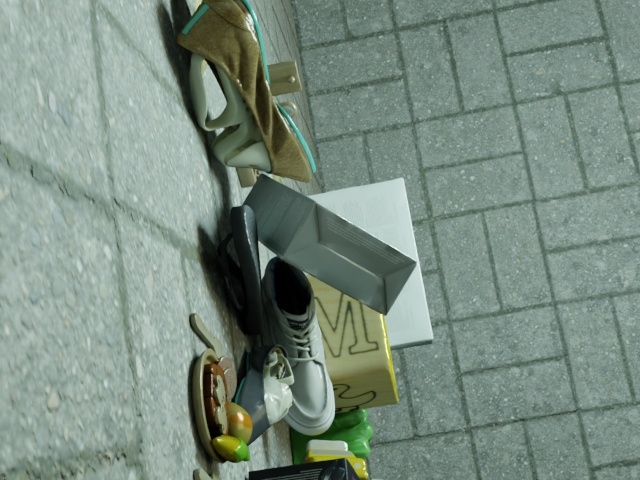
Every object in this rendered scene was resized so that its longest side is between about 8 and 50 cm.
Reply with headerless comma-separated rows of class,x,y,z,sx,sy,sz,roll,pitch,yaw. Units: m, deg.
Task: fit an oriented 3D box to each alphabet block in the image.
alphabet block,0.016,0.173,1.328,0.192,0.197,0.193,70,11,-62

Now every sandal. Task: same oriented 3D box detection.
sandal,-0.107,0.054,1.059,0.254,0.055,0.097,91,-6,-52

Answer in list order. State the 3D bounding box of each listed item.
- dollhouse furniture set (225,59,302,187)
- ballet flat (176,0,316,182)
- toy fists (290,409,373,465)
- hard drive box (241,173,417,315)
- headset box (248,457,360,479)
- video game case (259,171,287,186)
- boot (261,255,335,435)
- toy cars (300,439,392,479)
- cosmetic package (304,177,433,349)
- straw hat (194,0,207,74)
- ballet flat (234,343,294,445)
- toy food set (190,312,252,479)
dollhouse furniture set,-0.087,-0.197,1.339,0.151,0.123,0.144,-94,172,-53
ballet flat,-0.109,-0.178,1.094,0.116,0.124,0.342,40,-17,36
toy fists,0.018,0.296,1.428,0.096,0.142,0.279,73,9,-55
hard drive box,0.000,0.000,1.129,0.181,0.089,0.232,30,1,-25
headset box,0.004,0.454,1.008,0.246,0.131,0.283,71,11,-58
video game case,-0.093,-0.107,1.660,0.227,0.026,0.206,-86,165,-72
boot,-0.040,0.148,1.163,0.123,0.095,0.258,101,-29,-55
toy cars,0.062,0.394,1.277,0.394,0.176,0.087,43,39,-48
cosmetic package,0.081,0.069,1.794,0.097,0.285,0.377,68,14,-75
straw hat,-0.139,-0.294,1.109,0.144,0.061,0.144,-178,-90,-88
ballet flat,-0.070,0.194,1.044,0.203,0.074,0.074,-86,165,-70
toy food set,-0.104,0.178,0.860,0.132,0.039,0.192,71,10,-60
